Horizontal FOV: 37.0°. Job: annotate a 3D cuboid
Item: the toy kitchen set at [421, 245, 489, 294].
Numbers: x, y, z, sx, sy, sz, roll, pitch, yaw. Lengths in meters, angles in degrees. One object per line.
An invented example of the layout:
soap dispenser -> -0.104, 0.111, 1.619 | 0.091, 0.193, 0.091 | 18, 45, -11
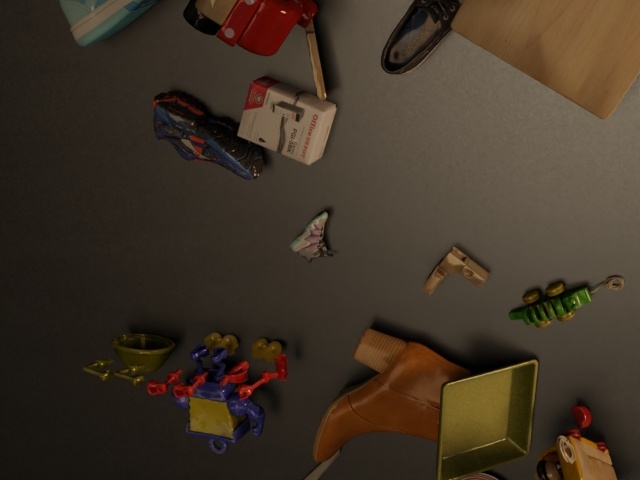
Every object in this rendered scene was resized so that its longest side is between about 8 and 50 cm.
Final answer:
toy kitchen set -> 0.211, 0.071, 1.540 | 0.075, 0.068, 0.083 | 38, 119, 5

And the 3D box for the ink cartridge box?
ink cartridge box -> -0.055, -0.195, 1.553 | 0.135, 0.056, 0.099 | 23, 115, 13

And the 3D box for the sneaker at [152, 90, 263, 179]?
sneaker -> -0.191, -0.166, 1.616 | 0.221, 0.083, 0.087 | 35, 132, 13

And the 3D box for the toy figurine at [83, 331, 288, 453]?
toy figurine -> -0.231, 0.305, 1.747 | 0.362, 0.191, 0.217 | 4, 116, 22

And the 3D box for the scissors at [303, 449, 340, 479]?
scissors -> -0.056, 0.486, 1.832 | 0.109, 0.021, 0.297 | 28, 119, 12

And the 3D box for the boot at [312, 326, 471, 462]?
boot -> 0.122, 0.308, 1.647 | 0.211, 0.104, 0.295 | 27, 113, 11

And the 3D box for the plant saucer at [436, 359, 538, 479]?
plant saucer -> 0.262, 0.288, 1.569 | 0.045, 0.188, 0.188 | 35, 130, 56

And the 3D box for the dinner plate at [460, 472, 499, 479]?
dinner plate -> 0.283, 0.468, 1.692 | 0.141, 0.017, 0.141 | 7, 111, 18

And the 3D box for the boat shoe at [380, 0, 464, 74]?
boat shoe -> 0.164, -0.333, 1.402 | 0.080, 0.076, 0.228 | 45, 119, 1

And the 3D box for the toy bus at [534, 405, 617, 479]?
toy bus -> 0.393, 0.371, 1.512 | 0.104, 0.191, 0.202 | -28, 98, 28

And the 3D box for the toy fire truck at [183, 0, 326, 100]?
toy fire truck -> -0.065, -0.321, 1.433 | 0.246, 0.217, 0.158 | 32, 119, -9

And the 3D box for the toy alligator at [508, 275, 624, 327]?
toy alligator -> 0.379, 0.098, 1.493 | 0.189, 0.051, 0.056 | -21, 101, 27

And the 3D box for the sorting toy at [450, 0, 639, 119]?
sorting toy -> 0.357, -0.345, 1.313 | 0.255, 0.089, 0.257 | 33, 118, 7

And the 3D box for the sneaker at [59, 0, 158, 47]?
sneaker -> -0.326, -0.468, 1.520 | 0.319, 0.127, 0.208 | -28, 99, 27

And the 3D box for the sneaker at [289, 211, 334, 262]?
sneaker -> 0.000, 0.000, 1.619 | 0.069, 0.038, 0.098 | 42, 128, 0
